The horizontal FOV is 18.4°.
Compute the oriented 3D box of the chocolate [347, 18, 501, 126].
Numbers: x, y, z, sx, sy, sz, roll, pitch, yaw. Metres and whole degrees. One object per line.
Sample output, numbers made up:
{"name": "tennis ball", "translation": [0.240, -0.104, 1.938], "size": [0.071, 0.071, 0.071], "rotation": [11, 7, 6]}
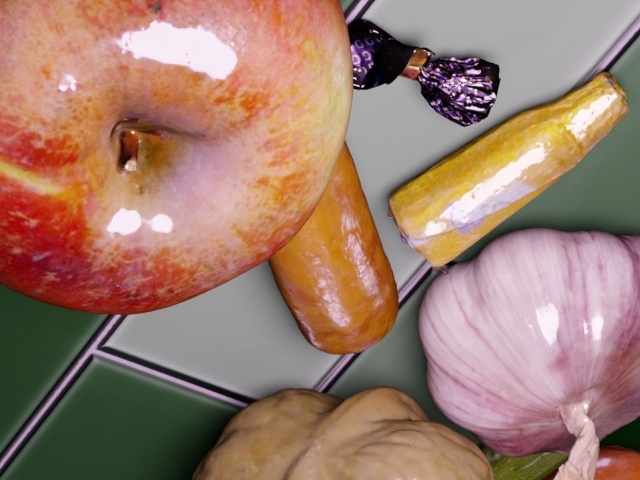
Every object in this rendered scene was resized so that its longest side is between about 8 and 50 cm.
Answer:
{"name": "chocolate", "translation": [0.073, -0.139, 1.589], "size": [0.147, 0.072, 0.070], "rotation": [19, 120, -35]}

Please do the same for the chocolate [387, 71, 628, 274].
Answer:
{"name": "chocolate", "translation": [0.162, -0.067, 1.672], "size": [0.219, 0.085, 0.085], "rotation": [-37, 129, 12]}

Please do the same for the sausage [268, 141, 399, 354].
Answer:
{"name": "sausage", "translation": [0.002, 0.000, 1.669], "size": [0.109, 0.109, 0.270], "rotation": [-19, 135, 2]}

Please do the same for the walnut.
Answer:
{"name": "walnut", "translation": [0.031, 0.267, 1.790], "size": [0.253, 0.282, 0.277], "rotation": [-33, 135, -12]}

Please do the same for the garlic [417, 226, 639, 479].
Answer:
{"name": "garlic", "translation": [0.210, 0.127, 1.737], "size": [0.245, 0.253, 0.245], "rotation": [-3, 137, -3]}

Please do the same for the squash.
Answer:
{"name": "squash", "translation": [0.245, 0.172, 1.905], "size": [0.229, 0.066, 0.066], "rotation": [-35, 129, 14]}

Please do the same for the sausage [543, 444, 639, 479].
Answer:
{"name": "sausage", "translation": [0.257, 0.312, 1.977], "size": [0.153, 0.141, 0.268], "rotation": [27, 122, -32]}

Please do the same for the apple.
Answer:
{"name": "apple", "translation": [-0.148, -0.115, 1.412], "size": [0.348, 0.277, 0.348], "rotation": [-8, 129, -10]}
